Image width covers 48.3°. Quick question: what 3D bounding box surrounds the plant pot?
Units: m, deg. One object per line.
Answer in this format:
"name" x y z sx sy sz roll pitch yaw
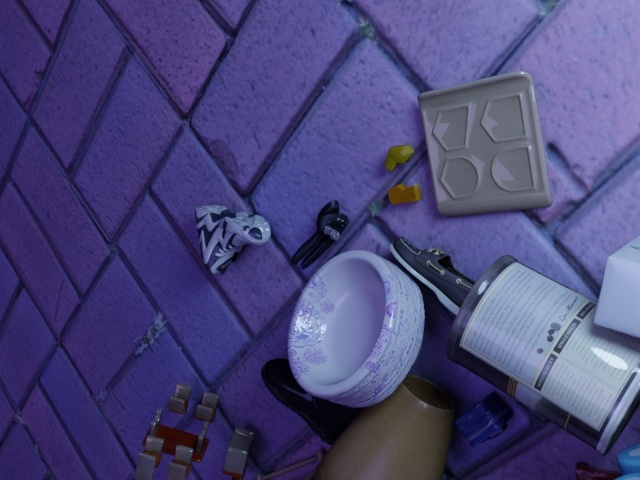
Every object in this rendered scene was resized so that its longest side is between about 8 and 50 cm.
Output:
"plant pot" 0.149 0.393 1.369 0.237 0.237 0.254 34 108 28

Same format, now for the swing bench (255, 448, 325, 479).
"swing bench" -0.056 0.656 1.636 0.253 0.165 0.254 -34 85 39

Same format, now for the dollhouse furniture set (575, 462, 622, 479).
"dollhouse furniture set" 0.337 0.474 1.212 0.374 0.201 0.152 -5 92 37

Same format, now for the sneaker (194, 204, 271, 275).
"sneaker" -0.200 0.015 1.622 0.235 0.094 0.153 15 113 36

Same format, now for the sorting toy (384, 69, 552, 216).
"sorting toy" 0.243 -0.155 1.250 0.307 0.041 0.229 -5 103 40

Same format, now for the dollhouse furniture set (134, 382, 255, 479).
"dollhouse furniture set" -0.302 0.509 1.751 0.259 0.262 0.135 16 118 2

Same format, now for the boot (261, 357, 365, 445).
"boot" 0.005 0.298 1.525 0.246 0.094 0.207 43 129 14

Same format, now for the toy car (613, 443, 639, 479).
"toy car" 0.559 0.402 0.989 0.238 0.210 0.219 -22 87 30

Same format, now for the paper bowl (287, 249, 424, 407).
"paper bowl" 0.080 0.172 1.351 0.284 0.148 0.284 -32 45 38

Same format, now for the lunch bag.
"lunch bag" 0.304 0.329 1.308 0.065 0.067 0.098 51 127 17

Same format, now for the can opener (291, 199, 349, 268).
"can opener" 0.000 0.000 1.486 0.059 0.073 0.186 25 129 -12

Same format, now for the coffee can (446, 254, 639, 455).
"coffee can" 0.368 0.173 1.123 0.275 0.201 0.201 31 120 30

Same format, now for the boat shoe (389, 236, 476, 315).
"boat shoe" 0.217 0.056 1.297 0.228 0.081 0.068 44 107 36

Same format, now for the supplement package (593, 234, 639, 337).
"supplement package" 0.478 0.064 1.018 0.105 0.179 0.105 18 113 34
